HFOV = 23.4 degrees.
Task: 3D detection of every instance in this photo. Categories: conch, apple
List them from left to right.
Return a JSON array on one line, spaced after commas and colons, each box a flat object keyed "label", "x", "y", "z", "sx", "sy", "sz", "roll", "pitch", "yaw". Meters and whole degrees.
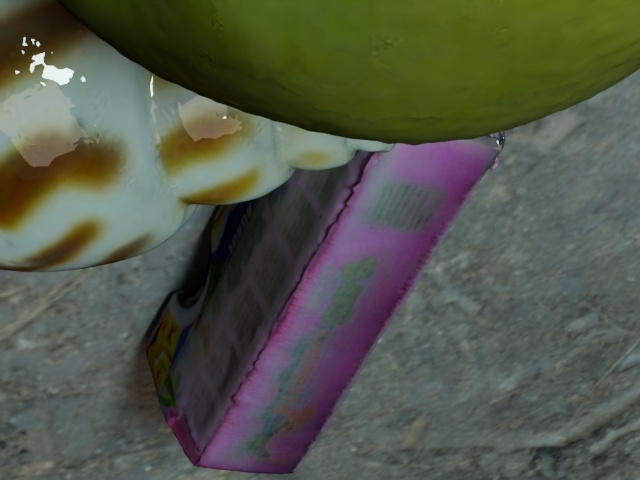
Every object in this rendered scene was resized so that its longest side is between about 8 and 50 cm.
[{"label": "conch", "x": -0.101, "y": -0.070, "z": 0.624, "sx": 0.275, "sy": 0.148, "sz": 0.182, "roll": -7, "pitch": 142, "yaw": -19}, {"label": "apple", "x": 0.020, "y": -0.173, "z": 0.476, "sx": 0.254, "sy": 0.292, "sz": 0.292, "roll": -32, "pitch": 154, "yaw": -44}]

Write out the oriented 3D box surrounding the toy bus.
[{"label": "toy bus", "x": -0.001, "y": 0.000, "z": 0.797, "sx": 0.090, "sy": 0.112, "sz": 0.274, "roll": 8, "pitch": 131, "yaw": -26}]
